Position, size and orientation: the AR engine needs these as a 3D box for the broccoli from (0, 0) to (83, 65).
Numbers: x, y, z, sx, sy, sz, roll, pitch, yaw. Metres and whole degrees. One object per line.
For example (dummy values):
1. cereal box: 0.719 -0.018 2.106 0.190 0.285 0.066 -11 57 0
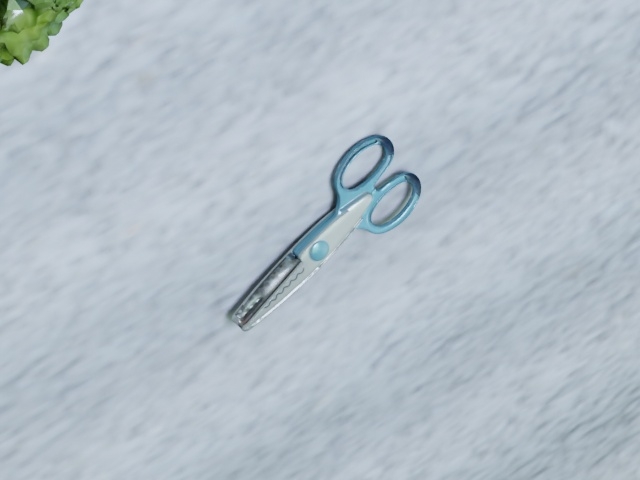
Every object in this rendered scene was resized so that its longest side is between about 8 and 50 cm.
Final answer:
1. broccoli: -0.184 -0.106 0.550 0.254 0.186 0.302 26 109 -35

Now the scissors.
1. scissors: 0.000 0.000 0.886 0.119 0.014 0.058 -44 132 -7
